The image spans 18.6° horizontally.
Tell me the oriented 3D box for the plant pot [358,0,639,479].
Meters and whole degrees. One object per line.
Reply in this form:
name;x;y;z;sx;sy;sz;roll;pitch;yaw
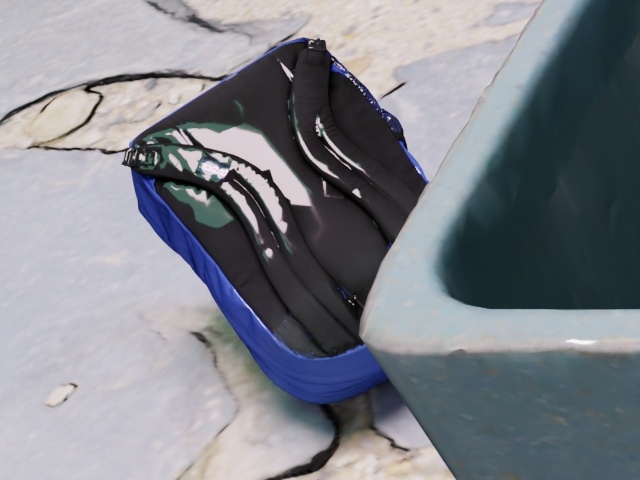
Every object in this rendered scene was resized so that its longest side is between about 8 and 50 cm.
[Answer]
plant pot;0.200;0.032;0.426;0.247;0.252;0.248;-1;40;33

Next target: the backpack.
backpack;0.000;0.000;0.746;0.098;0.101;0.120;-36;67;-10
